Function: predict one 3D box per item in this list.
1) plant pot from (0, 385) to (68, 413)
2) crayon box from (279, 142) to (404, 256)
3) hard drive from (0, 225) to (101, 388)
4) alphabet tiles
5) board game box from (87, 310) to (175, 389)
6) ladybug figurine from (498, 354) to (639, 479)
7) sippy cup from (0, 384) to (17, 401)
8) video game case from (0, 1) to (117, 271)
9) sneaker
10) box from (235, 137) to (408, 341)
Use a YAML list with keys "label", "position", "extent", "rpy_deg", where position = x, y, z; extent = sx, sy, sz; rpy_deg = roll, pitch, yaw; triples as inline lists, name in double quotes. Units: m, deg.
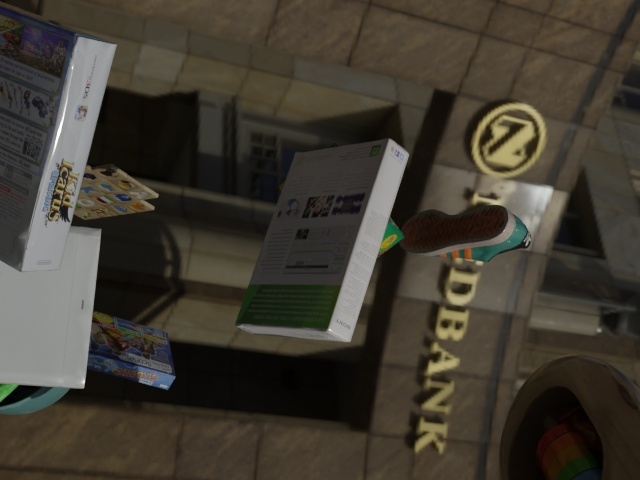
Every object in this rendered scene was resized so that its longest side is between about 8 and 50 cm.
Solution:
- label: "plant pot"
  position: [-0.616, 0.222, 1.905]
  extent: [0.235, 0.292, 0.293]
  rpy_deg: [85, 6, -69]
- label: "crayon box"
  position: [0.041, -0.064, 2.021]
  extent: [0.165, 0.081, 0.278]
  rpy_deg: [-37, -130, 7]
- label: "hard drive"
  position: [-0.435, 0.068, 1.138]
  extent: [0.040, 0.307, 0.203]
  rpy_deg: [151, -56, -68]
- label: "alphabet tiles"
  position: [-0.565, -0.118, 2.194]
  extent: [0.342, 0.285, 0.011]
  rpy_deg: [-6, -115, 29]
- label: "board game box"
  position: [-0.370, 0.194, 1.708]
  extent: [0.035, 0.201, 0.136]
  rpy_deg: [-58, -152, 21]
- label: "ladybug figurine"
  position: [0.402, 0.351, 1.348]
  extent: [0.305, 0.161, 0.449]
  rpy_deg: [-60, -164, 22]
- label: "sippy cup"
  position: [-0.547, 0.130, 1.388]
  extent: [0.305, 0.224, 0.240]
  rpy_deg: [-19, -153, 50]
- label: "video game case"
  position: [-0.354, -0.129, 0.993]
  extent: [0.269, 0.061, 0.244]
  rpy_deg: [24, -75, 29]
- label: "sneaker"
  position: [0.302, 0.000, 1.963]
  extent: [0.302, 0.121, 0.108]
  rpy_deg: [-4, -118, 47]
- label: "box"
  position: [0.000, 0.000, 1.481]
  extent: [0.232, 0.058, 0.322]
  rpy_deg: [-2, -118, 49]
